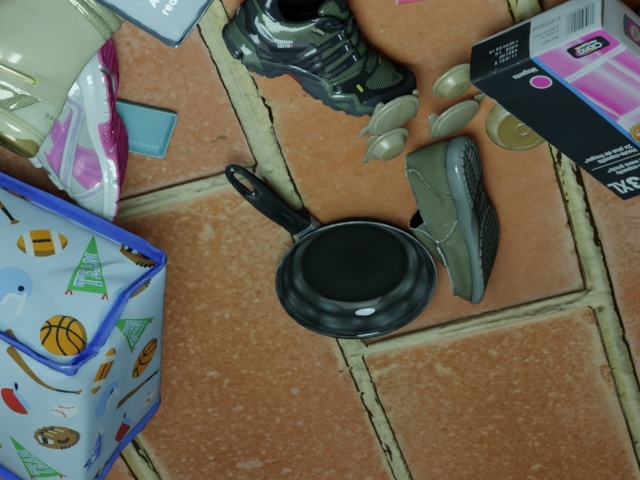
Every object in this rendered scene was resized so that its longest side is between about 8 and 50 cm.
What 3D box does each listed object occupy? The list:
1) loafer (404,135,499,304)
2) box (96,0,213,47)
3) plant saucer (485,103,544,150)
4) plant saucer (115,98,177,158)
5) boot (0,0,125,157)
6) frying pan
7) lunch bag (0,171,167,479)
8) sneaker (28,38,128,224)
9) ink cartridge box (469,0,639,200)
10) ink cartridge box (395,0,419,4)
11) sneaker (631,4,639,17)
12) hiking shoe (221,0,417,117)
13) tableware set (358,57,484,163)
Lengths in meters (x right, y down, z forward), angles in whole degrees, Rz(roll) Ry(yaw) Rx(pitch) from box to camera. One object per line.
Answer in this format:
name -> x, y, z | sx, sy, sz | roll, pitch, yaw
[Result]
loafer -> 0.154, -0.026, 2.078 | 0.087, 0.094, 0.251 | 4, 135, 20
box -> -0.222, -0.452, 1.314 | 0.472, 0.480, 0.297 | 32, 111, -18
plant saucer -> 0.232, -0.131, 2.024 | 0.083, 0.015, 0.083 | -2, 133, -2
plant saucer -> -0.261, -0.140, 1.981 | 0.192, 0.018, 0.067 | 12, 131, -13
boot -> -0.348, -0.235, 1.798 | 0.262, 0.203, 0.095 | 34, 170, -2
frying pan -> -0.013, 0.020, 2.123 | 0.326, 0.053, 0.197 | 23, 127, -20
lunch bag -> -0.390, 0.091, 2.000 | 0.385, 0.239, 0.328 | 28, 143, 13
sneaker -> -0.274, -0.113, 1.935 | 0.111, 0.103, 0.252 | 0, 126, 2
ink cartridge box -> 0.348, -0.137, 1.942 | 0.176, 0.069, 0.371 | -21, 142, 40
ink cartridge box -> 0.178, -0.335, 1.726 | 0.237, 0.172, 0.100 | -9, 133, 4
sneaker -> 0.362, -0.225, 1.919 | 0.158, 0.061, 0.065 | -6, 126, 1
hiking shoe -> 0.014, -0.212, 1.887 | 0.227, 0.086, 0.114 | 17, 129, -21
tableware set -> 0.113, -0.140, 1.947 | 0.168, 0.020, 0.141 | -26, 157, -16
